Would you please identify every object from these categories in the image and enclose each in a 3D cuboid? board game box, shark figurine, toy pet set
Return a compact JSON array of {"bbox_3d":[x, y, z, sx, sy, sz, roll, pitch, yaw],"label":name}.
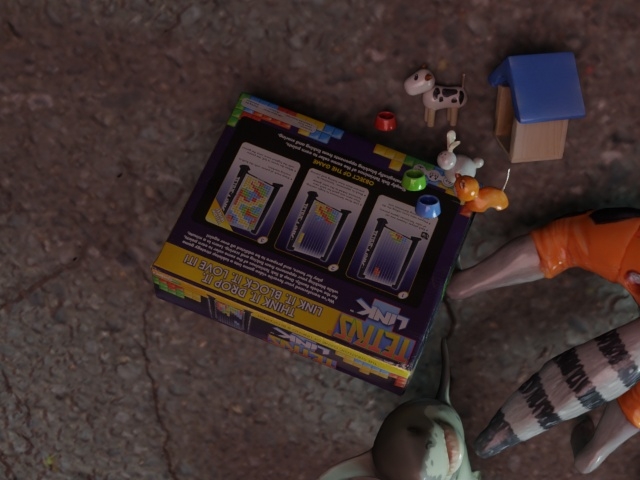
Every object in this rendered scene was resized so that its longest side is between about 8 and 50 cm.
[{"bbox_3d":[0.000,0.000,0.749,0.170,0.141,0.048,22,156,6],"label":"board game box"},{"bbox_3d":[0.058,0.184,0.796,0.116,0.166,0.278,-11,129,7],"label":"shark figurine"},{"bbox_3d":[0.100,-0.077,0.721,0.114,0.122,0.065,-6,125,-10],"label":"toy pet set"}]

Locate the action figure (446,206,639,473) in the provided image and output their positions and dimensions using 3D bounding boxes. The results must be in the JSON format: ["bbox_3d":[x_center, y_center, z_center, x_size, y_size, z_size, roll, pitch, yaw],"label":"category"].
[{"bbox_3d":[0.272,0.072,0.730,0.330,0.178,0.341,-25,99,37],"label":"action figure"}]
